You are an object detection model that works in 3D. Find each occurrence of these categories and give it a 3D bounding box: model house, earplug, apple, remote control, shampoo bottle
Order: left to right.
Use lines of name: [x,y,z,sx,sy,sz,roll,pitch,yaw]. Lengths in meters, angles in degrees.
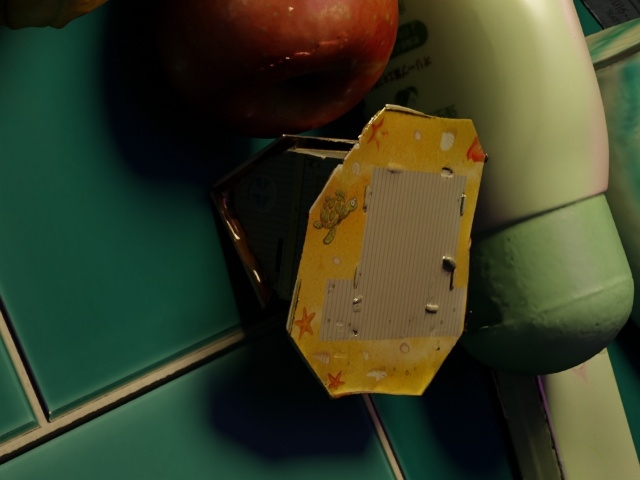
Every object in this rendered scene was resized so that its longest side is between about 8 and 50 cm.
apple: [-0.036,-0.165,1.354,0.181,0.181,0.168,5,58,-54]
model house: [0.000,0.000,1.381,0.219,0.136,0.207,-1,100,-52]
shampoo bottle: [0.136,-0.066,1.509,0.151,0.222,0.349,-18,90,-38]
remote control: [0.212,0.175,1.619,0.145,0.050,0.344,5,67,-54]
earplug: [0.315,-0.030,1.785,0.185,0.185,0.324,-41,110,-56]

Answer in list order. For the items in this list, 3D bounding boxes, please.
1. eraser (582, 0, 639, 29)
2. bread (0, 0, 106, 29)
eraser: [0.346,-0.226,2.016,0.225,0.082,0.036,46,37,-30]
bread: [-0.144,-0.277,1.241,0.344,0.149,0.195,-61,158,-49]
